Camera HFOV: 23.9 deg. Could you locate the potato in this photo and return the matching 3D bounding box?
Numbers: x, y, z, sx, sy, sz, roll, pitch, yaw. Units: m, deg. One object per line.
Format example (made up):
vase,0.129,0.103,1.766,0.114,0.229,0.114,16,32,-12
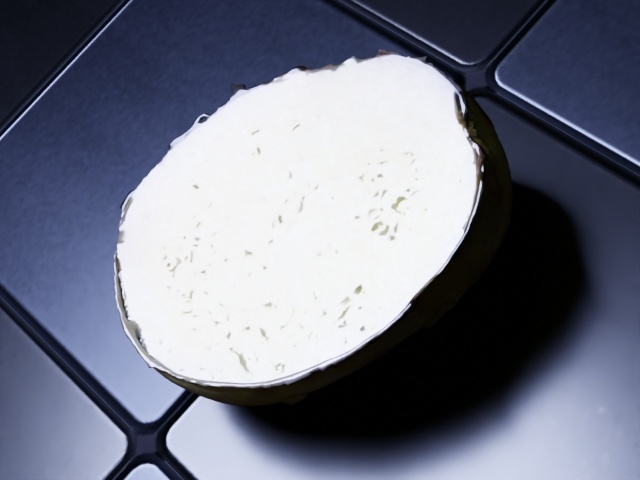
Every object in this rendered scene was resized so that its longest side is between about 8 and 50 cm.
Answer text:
potato,0.000,0.000,0.722,0.200,0.081,0.164,-25,60,16
